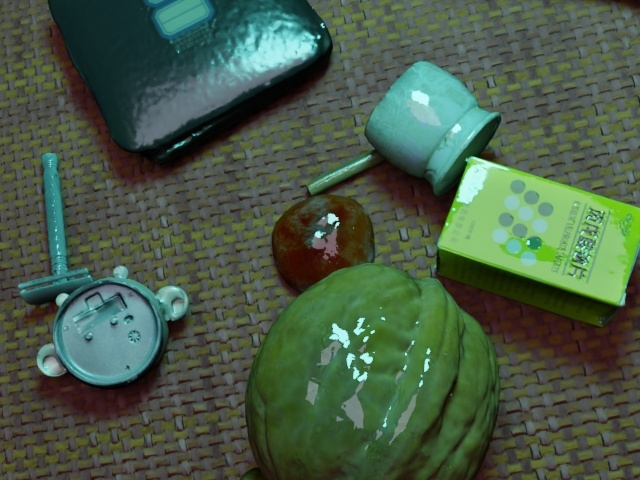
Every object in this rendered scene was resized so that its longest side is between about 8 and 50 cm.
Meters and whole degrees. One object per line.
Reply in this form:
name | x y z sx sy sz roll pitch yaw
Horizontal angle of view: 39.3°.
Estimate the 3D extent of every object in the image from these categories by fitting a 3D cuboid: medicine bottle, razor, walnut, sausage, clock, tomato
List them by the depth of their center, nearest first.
walnut | 0.065 0.188 1.090 0.333 0.333 0.333 -2 74 7
medicine bottle | 0.287 0.003 1.185 0.250 0.141 0.137 18 75 13
medicine bottle | 0.157 -0.154 1.242 0.143 0.147 0.147 41 83 13
clock | -0.290 0.126 1.242 0.229 0.063 0.155 -25 93 -2
tomato | 0.000 0.000 1.260 0.155 0.069 0.155 -2 74 8
sausage | 0.040 -0.102 1.307 0.132 0.024 0.024 -27 72 -1
razor | -0.391 -0.025 1.333 0.106 0.068 0.232 -13 66 3

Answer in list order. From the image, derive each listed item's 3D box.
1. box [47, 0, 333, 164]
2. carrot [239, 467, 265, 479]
box | -0.204 -0.327 1.372 0.359 0.091 0.350 -31 73 -2
carrot | -0.103 0.390 1.157 0.087 0.087 0.193 26 81 14
